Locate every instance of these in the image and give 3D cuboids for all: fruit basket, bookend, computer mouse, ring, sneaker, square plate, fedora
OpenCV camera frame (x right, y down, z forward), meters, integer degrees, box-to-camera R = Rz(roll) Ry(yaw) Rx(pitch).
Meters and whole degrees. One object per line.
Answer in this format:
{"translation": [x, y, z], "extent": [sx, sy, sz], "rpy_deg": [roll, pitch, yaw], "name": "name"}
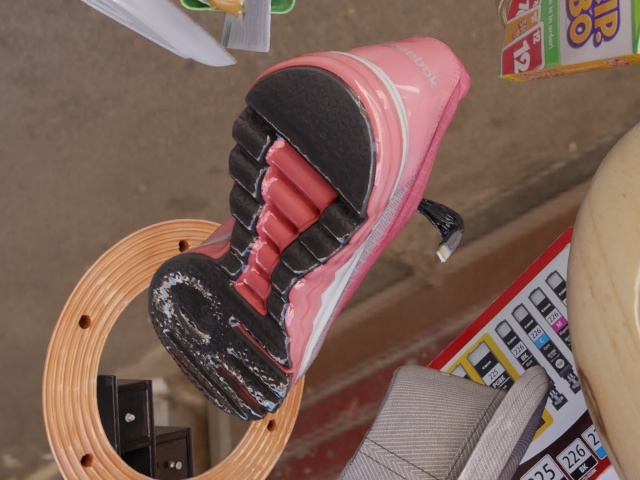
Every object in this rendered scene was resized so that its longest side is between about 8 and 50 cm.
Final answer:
{"translation": [-0.078, -0.401, 1.505], "extent": [0.165, 0.327, 0.353], "rpy_deg": [0, -171, -18], "name": "fruit basket"}
{"translation": [-0.205, 0.222, 1.373], "extent": [0.072, 0.156, 0.157], "rpy_deg": [-3, 179, 34], "name": "bookend"}
{"translation": [0.084, -0.002, 1.650], "extent": [0.184, 0.262, 0.060], "rpy_deg": [31, 125, 16], "name": "computer mouse"}
{"translation": [-0.150, 0.144, 1.279], "extent": [0.337, 0.336, 0.032], "rpy_deg": [26, 165, -39], "name": "ring"}
{"translation": [0.001, 0.000, 0.728], "extent": [0.136, 0.116, 0.314], "rpy_deg": [-31, 163, -40], "name": "sneaker"}
{"translation": [-0.327, -0.380, 1.805], "extent": [0.049, 0.347, 0.344], "rpy_deg": [-59, 159, 0], "name": "square plate"}
{"translation": [0.086, 0.189, 0.998], "extent": [0.124, 0.243, 0.275], "rpy_deg": [29, -176, 15], "name": "fedora"}

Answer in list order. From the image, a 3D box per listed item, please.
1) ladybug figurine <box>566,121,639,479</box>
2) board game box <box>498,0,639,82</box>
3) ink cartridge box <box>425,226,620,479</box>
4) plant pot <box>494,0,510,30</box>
{"translation": [0.361, 0.089, 0.938], "extent": [0.305, 0.449, 0.162], "rpy_deg": [-21, 158, 16], "name": "ladybug figurine"}
{"translation": [0.266, -0.229, 1.192], "extent": [0.039, 0.124, 0.259], "rpy_deg": [10, 178, -26], "name": "board game box"}
{"translation": [0.219, 0.165, 1.281], "extent": [0.309, 0.272, 0.130], "rpy_deg": [-47, 146, 17], "name": "ink cartridge box"}
{"translation": [0.299, -0.367, 1.481], "extent": [0.237, 0.254, 0.237], "rpy_deg": [13, 148, 8], "name": "plant pot"}
